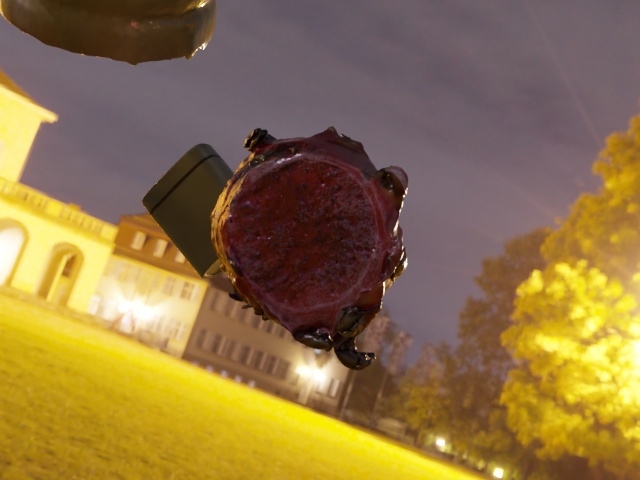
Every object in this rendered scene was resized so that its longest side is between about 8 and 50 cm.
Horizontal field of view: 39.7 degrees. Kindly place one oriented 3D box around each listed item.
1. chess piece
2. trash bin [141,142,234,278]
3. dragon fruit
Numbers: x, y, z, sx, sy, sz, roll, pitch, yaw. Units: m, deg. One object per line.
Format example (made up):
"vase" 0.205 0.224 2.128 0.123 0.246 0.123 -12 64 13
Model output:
"chess piece" -0.187 -0.419 0.861 0.234 0.234 0.442 18 -56 5
"trash bin" -0.143 -0.037 1.115 0.130 0.116 0.059 50 15 13
"dragon fruit" 0.000 0.000 0.908 0.211 0.282 0.147 -23 -5 -10
